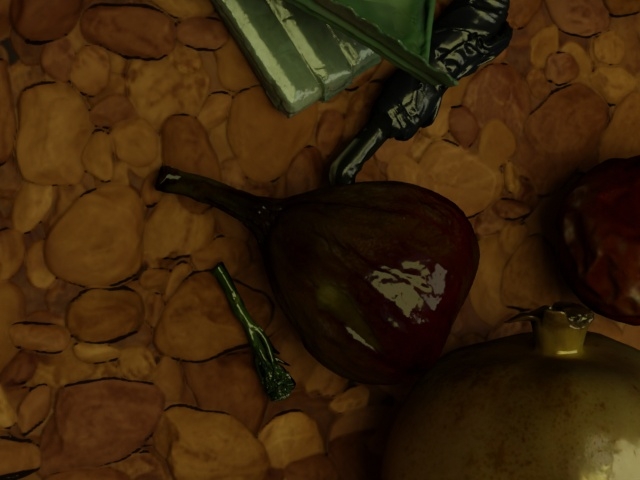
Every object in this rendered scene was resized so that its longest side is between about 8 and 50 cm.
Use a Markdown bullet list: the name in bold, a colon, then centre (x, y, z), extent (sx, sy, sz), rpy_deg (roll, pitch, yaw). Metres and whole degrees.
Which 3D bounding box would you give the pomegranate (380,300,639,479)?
- **pomegranate**: centre (0.206, 0.209, 1.366), extent (0.319, 0.319, 0.319), rpy_deg (-2, 96, -23)

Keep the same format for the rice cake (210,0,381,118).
- **rice cake**: centre (-0.039, -0.219, 1.350), extent (0.124, 0.038, 0.211), rpy_deg (-33, 106, -17)

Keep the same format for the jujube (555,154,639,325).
- **jujube**: centre (0.345, -0.002, 1.468), extent (0.250, 0.174, 0.174), rpy_deg (1, 95, -23)

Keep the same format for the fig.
- **fig**: centre (-0.005, 0.033, 1.326), extent (0.290, 0.190, 0.190), rpy_deg (7, 92, -14)

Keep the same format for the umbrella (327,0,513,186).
- **umbrella**: centre (0.091, -0.139, 1.400), extent (0.248, 0.071, 0.071), rpy_deg (-47, 111, -14)

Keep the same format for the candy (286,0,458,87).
- **candy**: centre (0.051, -0.357, 1.266), extent (0.263, 0.172, 0.397), rpy_deg (22, 85, -31)

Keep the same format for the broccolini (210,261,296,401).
- **broccolini**: centre (-0.064, 0.084, 1.371), extent (0.030, 0.035, 0.140), rpy_deg (-22, 104, 23)
